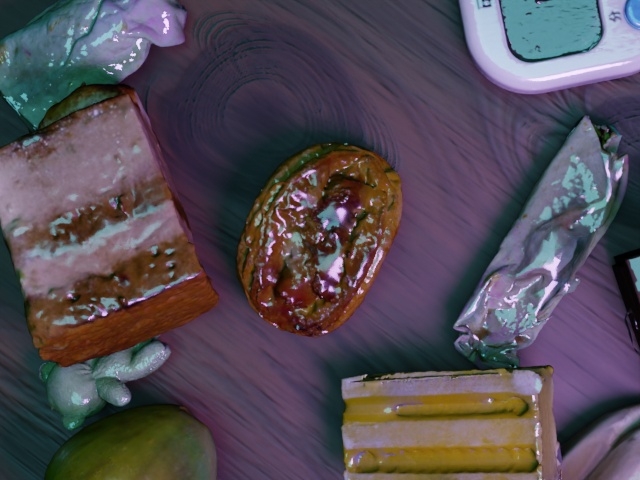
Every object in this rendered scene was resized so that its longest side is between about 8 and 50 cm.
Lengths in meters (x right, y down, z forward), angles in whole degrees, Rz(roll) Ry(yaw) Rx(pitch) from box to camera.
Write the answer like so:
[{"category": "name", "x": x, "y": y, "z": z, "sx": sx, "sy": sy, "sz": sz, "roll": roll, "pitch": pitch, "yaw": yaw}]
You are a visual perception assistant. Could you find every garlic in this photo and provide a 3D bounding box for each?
[{"category": "garlic", "x": 0.351, "y": 0.308, "z": 1.356, "sx": 0.292, "sy": 0.210, "sz": 0.237, "roll": -26, "pitch": 53, "yaw": 10}]

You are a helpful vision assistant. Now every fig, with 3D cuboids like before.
[{"category": "fig", "x": -0.201, "y": 0.263, "z": 1.380, "sx": 0.181, "sy": 0.181, "sz": 0.191, "roll": 39, "pitch": 74, "yaw": 5}]

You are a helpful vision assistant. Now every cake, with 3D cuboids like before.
[{"category": "cake", "x": -0.248, "y": -0.031, "z": 1.363, "sx": 0.199, "sy": 0.196, "sz": 0.293, "roll": -21, "pitch": 78, "yaw": -1}]

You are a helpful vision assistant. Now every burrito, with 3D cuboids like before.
[{"category": "burrito", "x": 0.249, "y": 0.008, "z": 1.386, "sx": 0.096, "sy": 0.066, "sz": 0.309, "roll": 30, "pitch": 92, "yaw": 3}, {"category": "burrito", "x": -0.270, "y": -0.224, "z": 1.435, "sx": 0.229, "sy": 0.089, "sz": 0.144, "roll": -39, "pitch": 90, "yaw": 7}]

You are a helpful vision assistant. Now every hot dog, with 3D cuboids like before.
[{"category": "hot dog", "x": -0.002, "y": -0.001, "z": 1.401, "sx": 0.160, "sy": 0.099, "sz": 0.227, "roll": 21, "pitch": 95, "yaw": 6}]

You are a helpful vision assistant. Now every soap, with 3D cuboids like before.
[{"category": "soap", "x": 0.138, "y": 0.206, "z": 1.350, "sx": 0.233, "sy": 0.076, "sz": 0.135, "roll": -6, "pitch": 83, "yaw": 27}]

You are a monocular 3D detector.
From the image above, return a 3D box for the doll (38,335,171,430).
[{"category": "doll", "x": -0.239, "y": 0.153, "z": 1.437, "sx": 0.150, "sy": 0.077, "sz": 0.115, "roll": -30, "pitch": 52, "yaw": -4}]

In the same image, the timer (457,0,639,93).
[{"category": "timer", "x": 0.263, "y": -0.298, "z": 1.375, "sx": 0.237, "sy": 0.087, "sz": 0.262, "roll": -11, "pitch": 88, "yaw": 6}]

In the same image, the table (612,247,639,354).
[{"category": "table", "x": 0.406, "y": 0.073, "z": 1.306, "sx": 0.172, "sy": 0.193, "sz": 0.169, "roll": -18, "pitch": 88, "yaw": 6}]
